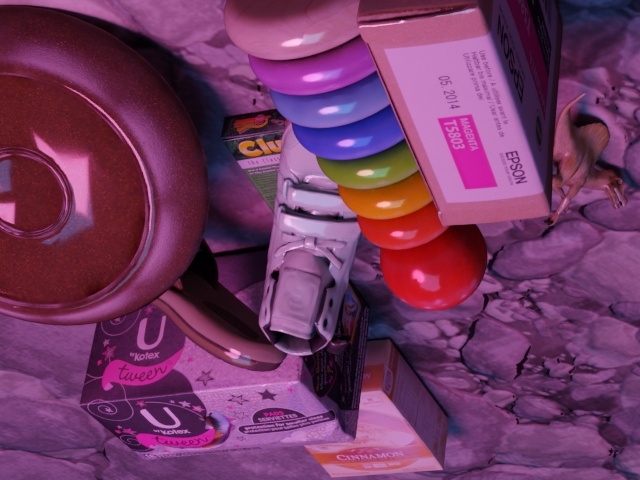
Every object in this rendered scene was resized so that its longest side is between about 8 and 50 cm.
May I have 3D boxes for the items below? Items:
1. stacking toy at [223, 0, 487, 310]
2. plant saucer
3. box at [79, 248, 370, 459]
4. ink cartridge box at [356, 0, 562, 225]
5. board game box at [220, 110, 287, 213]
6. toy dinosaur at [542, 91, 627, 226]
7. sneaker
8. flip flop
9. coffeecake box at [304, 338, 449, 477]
[{"bbox_3d":[0.047,-0.072,1.256,0.141,0.141,0.330,-8,128,24],"label":"stacking toy"},{"bbox_3d":[-0.252,-0.049,1.391,0.310,0.050,0.310,5,118,9],"label":"plant saucer"},{"bbox_3d":[-0.095,0.116,1.618,0.247,0.163,0.142,-8,145,24],"label":"box"},{"bbox_3d":[0.107,-0.154,1.138,0.088,0.193,0.235,-4,145,18],"label":"ink cartridge box"},{"bbox_3d":[0.056,-0.077,1.417,0.259,0.030,0.136,-6,146,22],"label":"board game box"},{"bbox_3d":[0.205,-0.070,1.358,0.092,0.053,0.183,-41,145,2],"label":"toy dinosaur"},{"bbox_3d":[0.000,0.000,1.384,0.094,0.151,0.256,9,146,2],"label":"sneaker"},{"bbox_3d":[-0.138,0.020,1.493,0.277,0.112,0.080,36,113,15],"label":"flip flop"},{"bbox_3d":[0.043,0.189,1.782,0.142,0.068,0.185,-7,143,25],"label":"coffeecake box"}]
